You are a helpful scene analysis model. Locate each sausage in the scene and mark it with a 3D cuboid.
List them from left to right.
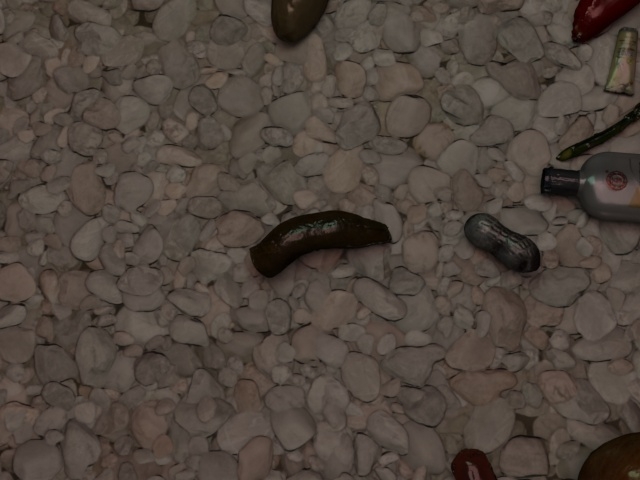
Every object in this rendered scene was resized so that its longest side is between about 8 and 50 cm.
[{"bbox_3d":[0.289,0.449,1.617,0.076,0.076,0.141,-18,75,0],"label":"sausage"}]

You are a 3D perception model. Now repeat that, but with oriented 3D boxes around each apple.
[{"bbox_3d":[0.556,0.439,1.528,0.188,0.211,0.211,-22,73,-28],"label":"apple"}]

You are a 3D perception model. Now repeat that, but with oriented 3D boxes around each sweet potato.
[{"bbox_3d":[-0.001,-0.002,1.763,0.285,0.085,0.112,-11,109,-9],"label":"sweet potato"}]

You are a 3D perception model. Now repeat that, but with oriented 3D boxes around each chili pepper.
[{"bbox_3d":[0.659,-0.554,1.830,0.387,0.110,0.110,-42,76,-1],"label":"chili pepper"}]

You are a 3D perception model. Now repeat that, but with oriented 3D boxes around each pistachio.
[{"bbox_3d":[-0.047,-0.509,1.884,0.108,0.126,0.185,20,78,53],"label":"pistachio"}]

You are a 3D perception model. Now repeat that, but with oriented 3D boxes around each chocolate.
[{"bbox_3d":[0.356,0.006,1.726,0.167,0.072,0.072,32,81,14],"label":"chocolate"}]

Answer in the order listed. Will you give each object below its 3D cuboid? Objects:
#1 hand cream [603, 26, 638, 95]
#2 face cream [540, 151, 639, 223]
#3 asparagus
[{"bbox_3d":[0.623,-0.370,1.819,0.061,0.039,0.143,10,81,5],"label":"hand cream"},{"bbox_3d":[0.582,-0.107,1.734,0.291,0.071,0.144,7,76,7],"label":"face cream"},{"bbox_3d":[0.581,-0.222,1.787,0.236,0.027,0.034,-32,86,-3],"label":"asparagus"}]
